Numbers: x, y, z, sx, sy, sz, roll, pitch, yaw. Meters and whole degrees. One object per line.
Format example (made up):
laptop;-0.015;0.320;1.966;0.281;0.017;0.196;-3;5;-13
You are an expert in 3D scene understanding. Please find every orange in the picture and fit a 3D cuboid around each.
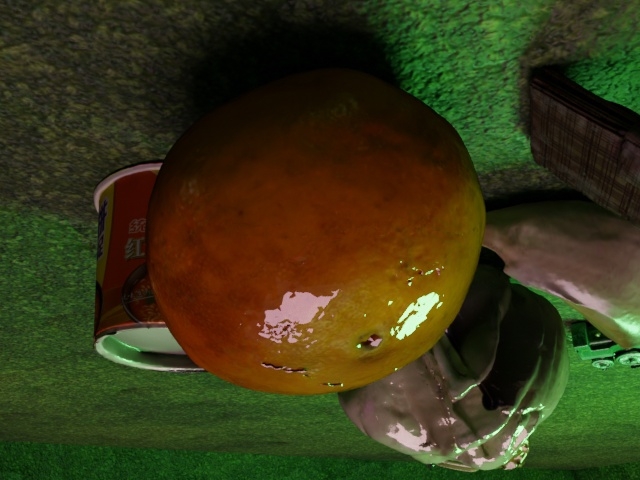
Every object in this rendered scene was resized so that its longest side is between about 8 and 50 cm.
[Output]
orange;0.000;0.000;0.553;0.284;0.226;0.283;-14;139;-12

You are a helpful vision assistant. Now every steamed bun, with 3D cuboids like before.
steamed bun;0.192;0.146;0.888;0.320;0.275;0.206;-27;158;-35

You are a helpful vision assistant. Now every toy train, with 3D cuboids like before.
toy train;0.530;0.170;1.152;0.178;0.071;0.105;-15;141;31

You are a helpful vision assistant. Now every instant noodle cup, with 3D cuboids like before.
instant noodle cup;-0.149;0.041;0.726;0.214;0.174;0.213;0;155;0

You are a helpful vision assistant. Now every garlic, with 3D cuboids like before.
garlic;0.291;0.038;0.785;0.339;0.151;0.196;18;162;-32

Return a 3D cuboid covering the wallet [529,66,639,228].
wallet;0.266;-0.047;0.536;0.042;0.230;0.124;-42;150;-6

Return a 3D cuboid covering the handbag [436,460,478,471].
handbag;0.317;0.442;1.584;0.151;0.193;0.072;2;154;7

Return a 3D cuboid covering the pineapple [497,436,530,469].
pineapple;0.278;0.382;1.468;0.358;0.222;0.223;2;156;15
